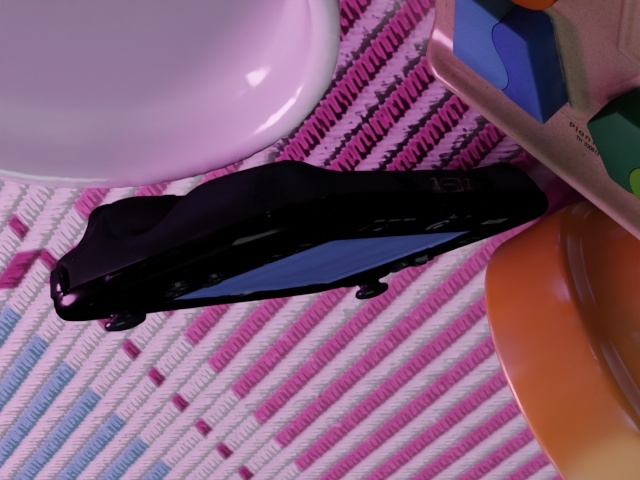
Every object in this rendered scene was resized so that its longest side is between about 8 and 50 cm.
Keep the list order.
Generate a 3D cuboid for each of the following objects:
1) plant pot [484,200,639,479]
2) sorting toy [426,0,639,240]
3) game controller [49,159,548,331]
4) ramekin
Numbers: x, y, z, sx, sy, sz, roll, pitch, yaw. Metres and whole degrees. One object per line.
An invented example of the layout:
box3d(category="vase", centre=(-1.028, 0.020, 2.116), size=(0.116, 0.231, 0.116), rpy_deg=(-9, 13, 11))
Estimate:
box3d(category="plant pot", centre=(0.226, 0.045, 1.071), size=(0.188, 0.205, 0.205), rpy_deg=(-33, 133, 26))
box3d(category="sorting toy", centre=(0.160, -0.060, 0.862), size=(0.307, 0.041, 0.229), rpy_deg=(41, 157, 21))
box3d(category="game controller", centre=(0.000, 0.000, 1.020), size=(0.166, 0.067, 0.319), rpy_deg=(-11, 177, 28))
box3d(category="ramekin", centre=(-0.123, -0.152, 0.851), size=(0.277, 0.135, 0.277), rpy_deg=(5, 148, 3))
